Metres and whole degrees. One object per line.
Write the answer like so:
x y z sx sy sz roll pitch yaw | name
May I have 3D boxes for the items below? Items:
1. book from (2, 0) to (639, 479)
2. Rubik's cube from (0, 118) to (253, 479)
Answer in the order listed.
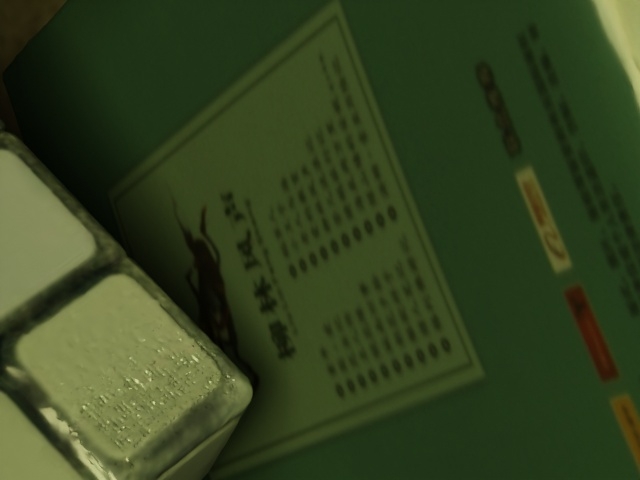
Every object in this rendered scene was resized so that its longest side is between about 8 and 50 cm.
0.000 0.000 0.607 0.031 0.379 0.264 -16 84 -30 | book
-0.220 0.085 0.640 0.256 0.253 0.259 47 145 10 | Rubik's cube
